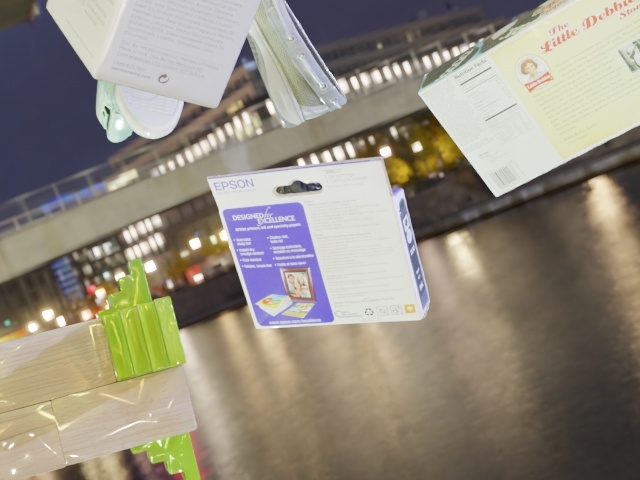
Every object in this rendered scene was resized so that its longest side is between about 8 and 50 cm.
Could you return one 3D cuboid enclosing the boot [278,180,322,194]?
[{"bbox_3d":[-0.011,0.003,1.979,0.207,0.246,0.094,-47,20,33],"label":"boot"}]

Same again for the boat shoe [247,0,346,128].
[{"bbox_3d":[-0.056,-0.308,1.489,0.103,0.320,0.118,-18,28,3],"label":"boat shoe"}]

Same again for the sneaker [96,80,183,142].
[{"bbox_3d":[-0.256,-0.182,1.535,0.094,0.256,0.151,-3,-50,-21],"label":"sneaker"}]

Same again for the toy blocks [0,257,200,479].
[{"bbox_3d":[-0.251,0.136,0.894,0.260,0.191,0.381,-14,-3,-14],"label":"toy blocks"}]

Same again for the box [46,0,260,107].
[{"bbox_3d":[-0.097,-0.195,0.713,0.091,0.130,0.170,11,-65,-34],"label":"box"}]

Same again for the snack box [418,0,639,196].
[{"bbox_3d":[0.307,-0.204,1.380,0.322,0.187,0.060,-28,22,31],"label":"snack box"}]

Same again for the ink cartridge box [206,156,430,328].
[{"bbox_3d":[0.000,0.000,1.208,0.206,0.208,0.045,-4,31,20],"label":"ink cartridge box"}]
